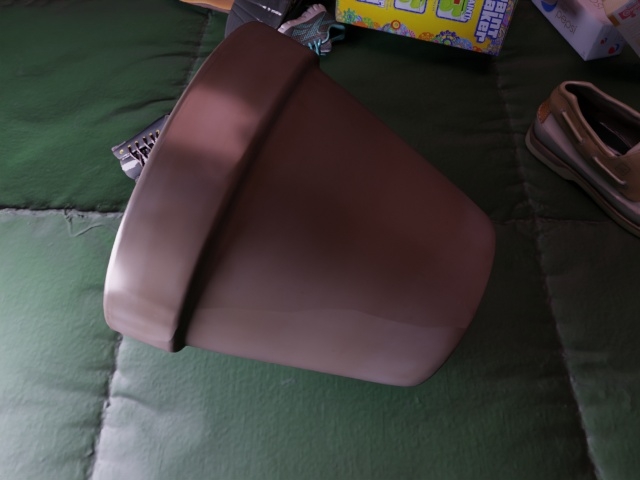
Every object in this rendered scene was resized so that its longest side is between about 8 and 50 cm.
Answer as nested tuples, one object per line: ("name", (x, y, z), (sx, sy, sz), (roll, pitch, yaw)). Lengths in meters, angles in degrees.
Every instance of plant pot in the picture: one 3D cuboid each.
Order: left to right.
("plant pot", (0.000, 0.000, 0.509), (0.280, 0.323, 0.323), (26, 59, -4))

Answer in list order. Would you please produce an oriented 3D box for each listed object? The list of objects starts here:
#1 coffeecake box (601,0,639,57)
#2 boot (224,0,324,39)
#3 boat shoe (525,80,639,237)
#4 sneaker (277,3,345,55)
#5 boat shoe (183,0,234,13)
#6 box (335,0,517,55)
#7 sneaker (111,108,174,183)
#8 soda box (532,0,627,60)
("coffeecake box", (0.531, -0.340, 0.748), (0.185, 0.142, 0.068), (28, 51, -28))
("boot", (-0.055, -0.414, 0.876), (0.085, 0.236, 0.178), (39, 21, 6))
("boat shoe", (0.413, -0.097, 0.660), (0.302, 0.103, 0.113), (40, 65, 23))
("sneaker", (-0.019, -0.332, 0.845), (0.076, 0.065, 0.166), (33, 64, 15))
("boat shoe", (-0.204, -0.461, 0.931), (0.207, 0.073, 0.073), (28, 23, 14))
("box", (0.205, -0.485, 0.852), (0.279, 0.177, 0.290), (17, 50, 12))
("sneaker", (-0.195, -0.113, 0.651), (0.118, 0.083, 0.222), (-37, 22, -13))
("soda box", (0.451, -0.414, 0.891), (0.073, 0.069, 0.216), (-13, 57, -9))
